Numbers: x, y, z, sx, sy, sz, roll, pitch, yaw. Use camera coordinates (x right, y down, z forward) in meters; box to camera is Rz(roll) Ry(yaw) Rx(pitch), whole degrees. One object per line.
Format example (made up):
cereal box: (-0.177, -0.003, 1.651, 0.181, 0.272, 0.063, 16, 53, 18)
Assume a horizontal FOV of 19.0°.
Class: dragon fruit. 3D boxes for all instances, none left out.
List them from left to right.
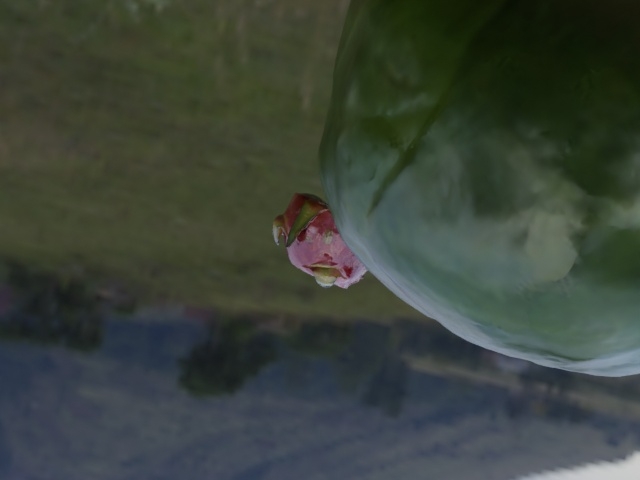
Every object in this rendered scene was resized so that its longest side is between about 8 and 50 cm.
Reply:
dragon fruit: (0.000, 0.000, 1.413, 0.083, 0.056, 0.060, 32, -175, 31)

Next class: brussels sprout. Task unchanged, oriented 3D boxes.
brussels sprout: (0.158, -0.086, 1.155, 0.289, 0.281, 0.354, 24, -152, 29)
